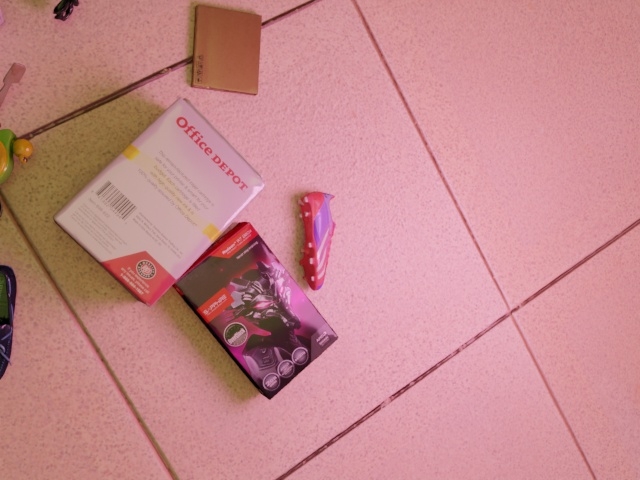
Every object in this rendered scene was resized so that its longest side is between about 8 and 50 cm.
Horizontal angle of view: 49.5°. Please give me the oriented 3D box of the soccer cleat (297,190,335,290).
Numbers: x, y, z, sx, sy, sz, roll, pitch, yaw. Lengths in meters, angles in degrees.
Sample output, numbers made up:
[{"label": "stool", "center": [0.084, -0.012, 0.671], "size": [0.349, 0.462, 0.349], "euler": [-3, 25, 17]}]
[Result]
[{"label": "soccer cleat", "center": [0.000, 0.000, 1.738], "size": [0.095, 0.083, 0.248], "euler": [-3, 87, -25]}]

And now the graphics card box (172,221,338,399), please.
[{"label": "graphics card box", "center": [-0.157, 0.166, 1.666], "size": [0.233, 0.094, 0.371], "euler": [-40, 102, -17]}]

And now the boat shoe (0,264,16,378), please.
[{"label": "boat shoe", "center": [-0.704, 0.180, 1.468], "size": [0.109, 0.089, 0.258], "euler": [1, 88, -20]}]

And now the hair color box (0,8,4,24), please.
[{"label": "hair color box", "center": [-0.814, -0.398, 1.401], "size": [0.105, 0.174, 0.347], "euler": [45, 74, -12]}]

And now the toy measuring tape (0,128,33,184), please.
[{"label": "toy measuring tape", "center": [-0.769, -0.154, 1.449], "size": [0.330, 0.121, 0.121], "euler": [-11, 92, -11]}]

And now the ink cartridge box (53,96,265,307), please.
[{"label": "ink cartridge box", "center": [-0.357, -0.085, 1.564], "size": [0.279, 0.160, 0.384], "euler": [47, 75, -13]}]

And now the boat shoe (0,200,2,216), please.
[{"label": "boat shoe", "center": [-0.817, -0.037, 1.424], "size": [0.306, 0.105, 0.113], "euler": [-11, 92, -20]}]

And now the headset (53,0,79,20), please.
[{"label": "headset", "center": [-0.672, -0.633, 1.437], "size": [0.394, 0.243, 0.185], "euler": [27, 80, -38]}]

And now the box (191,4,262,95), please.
[{"label": "box", "center": [-0.228, -0.463, 1.697], "size": [0.164, 0.021, 0.201], "euler": [4, 87, -20]}]

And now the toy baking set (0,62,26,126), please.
[{"label": "toy baking set", "center": [-0.734, -0.287, 1.432], "size": [0.256, 0.196, 0.030], "euler": [-17, 57, -32]}]
